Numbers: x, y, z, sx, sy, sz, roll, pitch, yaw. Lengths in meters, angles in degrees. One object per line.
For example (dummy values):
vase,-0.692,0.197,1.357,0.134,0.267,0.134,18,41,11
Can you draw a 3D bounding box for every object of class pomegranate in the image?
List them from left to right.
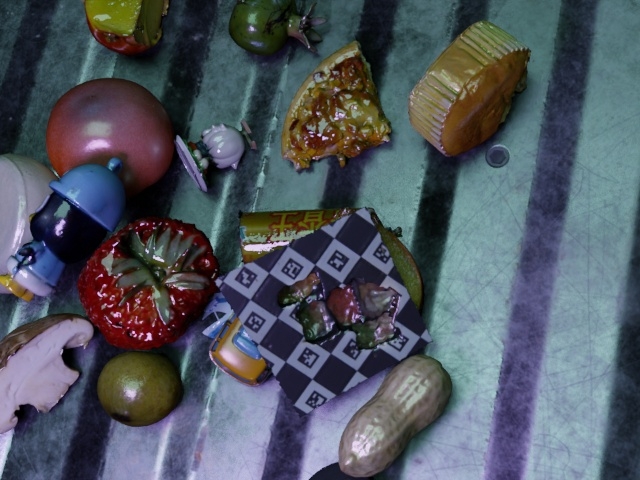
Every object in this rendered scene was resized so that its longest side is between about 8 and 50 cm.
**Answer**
pomegranate,-0.090,-0.446,2.054,0.191,0.131,0.152,22,77,13

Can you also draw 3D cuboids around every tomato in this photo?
tomato,-0.424,-0.204,2.021,0.255,0.225,0.256,-7,49,8

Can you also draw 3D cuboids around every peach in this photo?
peach,-0.411,-0.527,2.149,0.153,0.159,0.268,8,77,7
peach,0.084,0.060,1.828,0.189,0.068,0.279,-16,107,4

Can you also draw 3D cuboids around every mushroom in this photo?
mushroom,-0.580,0.238,1.995,0.286,0.156,0.151,-48,39,-3

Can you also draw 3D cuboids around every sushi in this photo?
sushi,0.009,0.122,1.779,0.292,0.059,0.294,-28,102,-1

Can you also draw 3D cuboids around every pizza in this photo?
pizza,0.044,-0.253,1.980,0.228,0.081,0.290,32,83,22

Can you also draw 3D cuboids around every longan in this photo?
longan,-0.340,0.273,1.906,0.154,0.176,0.145,28,125,-1

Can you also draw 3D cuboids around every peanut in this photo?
peanut,0.128,0.311,1.754,0.123,0.123,0.257,38,76,22

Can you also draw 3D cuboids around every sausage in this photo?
sausage,0.000,0.002,1.894,0.317,0.117,0.125,-2,81,15

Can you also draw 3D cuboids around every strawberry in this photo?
strawberry,-0.335,0.082,1.928,0.261,0.257,0.261,5,73,-15

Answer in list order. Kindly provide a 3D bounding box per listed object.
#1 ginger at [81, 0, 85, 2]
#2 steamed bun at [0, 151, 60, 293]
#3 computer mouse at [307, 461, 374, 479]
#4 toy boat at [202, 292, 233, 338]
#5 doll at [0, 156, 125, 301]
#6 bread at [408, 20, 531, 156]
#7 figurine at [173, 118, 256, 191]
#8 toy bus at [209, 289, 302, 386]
ginger,-0.531,-0.570,2.262,0.137,0.044,0.057,41,106,24
steamed bun,-0.606,-0.031,2.034,0.282,0.177,0.283,-7,79,40
computer mouse,0.070,0.509,1.734,0.137,0.086,0.270,-29,52,-7
toy boat,-0.186,0.124,1.964,0.105,0.034,0.149,-15,58,14
doll,-0.472,-0.029,1.868,0.141,0.177,0.314,37,80,12
bread,0.283,-0.277,1.869,0.250,0.179,0.133,-44,59,-9
figurine,-0.200,-0.183,2.019,0.153,0.132,0.132,-29,67,-9
toy bus,-0.111,0.164,1.851,0.126,0.136,0.210,35,84,1
